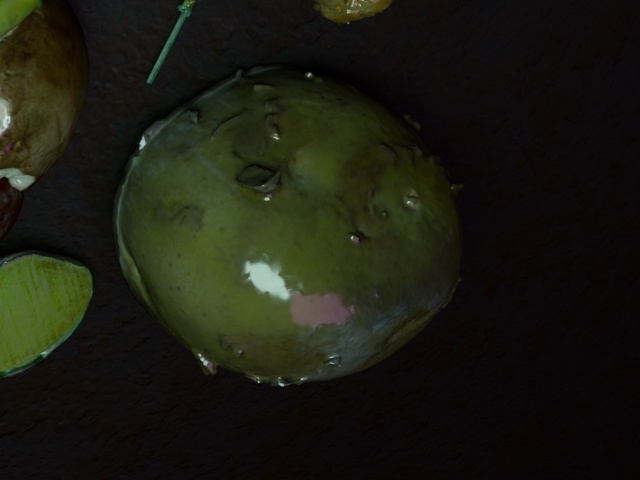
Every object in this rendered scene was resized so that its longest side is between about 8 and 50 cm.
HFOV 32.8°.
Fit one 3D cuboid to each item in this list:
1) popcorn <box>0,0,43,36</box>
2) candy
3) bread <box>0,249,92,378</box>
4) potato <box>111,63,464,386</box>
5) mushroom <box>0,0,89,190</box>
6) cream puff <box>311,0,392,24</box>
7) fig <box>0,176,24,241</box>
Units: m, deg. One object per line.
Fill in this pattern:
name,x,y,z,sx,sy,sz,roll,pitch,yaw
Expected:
popcorn,-0.384,-0.265,0.905,0.290,0.321,0.325,-32,148,11
candy,-0.159,-0.268,1.283,0.060,0.060,0.201,11,123,-39
bread,-0.394,0.094,1.387,0.228,0.033,0.228,-31,148,-22
potato,0.000,0.000,1.383,0.442,0.319,0.385,-25,130,-30
mushroom,-0.373,-0.204,1.137,0.208,0.301,0.233,-51,171,-30
cream puff,0.037,-0.329,1.320,0.104,0.119,0.133,44,67,-29
fig,-0.437,-0.006,1.243,0.145,0.170,0.274,32,135,-3
